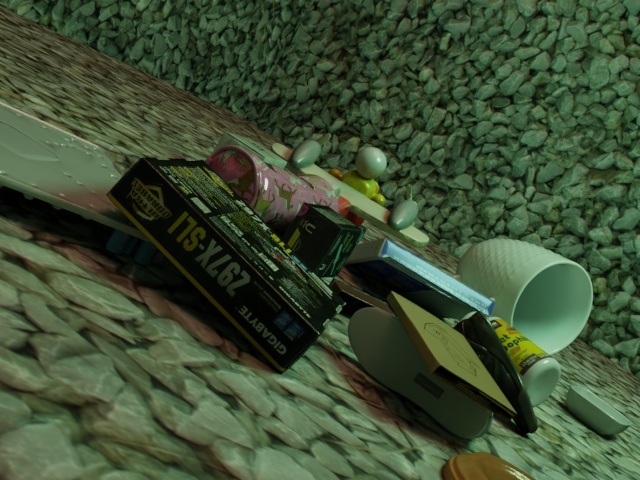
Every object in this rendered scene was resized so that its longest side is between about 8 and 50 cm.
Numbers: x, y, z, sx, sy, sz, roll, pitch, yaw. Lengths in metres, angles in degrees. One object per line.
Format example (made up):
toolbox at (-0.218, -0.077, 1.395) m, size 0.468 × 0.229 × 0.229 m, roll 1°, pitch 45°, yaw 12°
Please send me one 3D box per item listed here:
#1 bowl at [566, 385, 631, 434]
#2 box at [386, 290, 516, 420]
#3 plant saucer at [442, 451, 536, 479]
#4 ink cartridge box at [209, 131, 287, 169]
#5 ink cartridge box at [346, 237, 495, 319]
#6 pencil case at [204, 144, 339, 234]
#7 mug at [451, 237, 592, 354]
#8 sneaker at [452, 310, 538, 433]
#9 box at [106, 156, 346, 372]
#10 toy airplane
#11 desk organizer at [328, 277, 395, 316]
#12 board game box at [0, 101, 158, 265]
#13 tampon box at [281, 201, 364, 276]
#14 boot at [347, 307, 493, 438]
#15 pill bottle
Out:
bowl at (0.623, 0.391, 1.831) m, size 0.142 × 0.053 × 0.142 m, roll 36°, pitch 10°, yaw 33°
box at (0.188, 0.165, 1.188) m, size 0.164 × 0.021 × 0.201 m, roll 34°, pitch 15°, yaw -27°
plant saucer at (0.243, 0.323, 0.991) m, size 0.200 × 0.037 × 0.200 m, roll 30°, pitch 9°, yaw -5°
ink cartridge box at (-0.188, -0.178, 2.008) m, size 0.127 × 0.128 × 0.176 m, roll 33°, pitch 10°, yaw 13°
ink cartridge box at (0.237, 0.092, 1.851) m, size 0.303 × 0.072 × 0.307 m, roll 30°, pitch -13°, yaw -13°
pencil case at (-0.106, -0.097, 1.751) m, size 0.167 × 0.160 × 0.386 m, roll -1°, pitch -6°, yaw 26°
mug at (0.495, 0.139, 2.238) m, size 0.374 × 0.276 × 0.328 m, roll -8°, pitch 21°, yaw -24°
sneaker at (0.285, 0.251, 1.423) m, size 0.228 × 0.130 × 0.087 m, roll 59°, pitch 5°, yaw 1°
box at (-0.115, 0.020, 1.126) m, size 0.322 × 0.079 × 0.257 m, roll 45°, pitch 8°, yaw 3°
toy airplane at (0.077, -0.134, 2.181) m, size 0.386 × 0.272 × 0.384 m, roll 26°, pitch 11°, yaw -31°
desk organizer at (0.071, 0.122, 1.489) m, size 0.130 × 0.047 × 0.050 m, roll 27°, pitch 12°, yaw -25°
board game box at (-0.436, -0.121, 1.123) m, size 0.390 × 0.050 × 0.390 m, roll 24°, pitch 12°, yaw -36°
tampon box at (0.000, 0.000, 1.678) m, size 0.101 × 0.120 × 0.161 m, roll 35°, pitch 9°, yaw 17°
boot at (0.154, 0.202, 1.242) m, size 0.258 × 0.095 × 0.123 m, roll 43°, pitch 6°, yaw 16°
pill bottle at (0.371, 0.234, 1.643) m, size 0.117 × 0.117 × 0.215 m, roll 22°, pitch 12°, yaw -45°
